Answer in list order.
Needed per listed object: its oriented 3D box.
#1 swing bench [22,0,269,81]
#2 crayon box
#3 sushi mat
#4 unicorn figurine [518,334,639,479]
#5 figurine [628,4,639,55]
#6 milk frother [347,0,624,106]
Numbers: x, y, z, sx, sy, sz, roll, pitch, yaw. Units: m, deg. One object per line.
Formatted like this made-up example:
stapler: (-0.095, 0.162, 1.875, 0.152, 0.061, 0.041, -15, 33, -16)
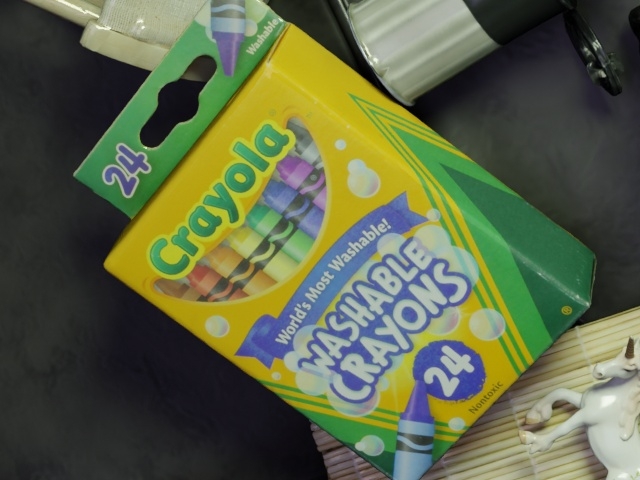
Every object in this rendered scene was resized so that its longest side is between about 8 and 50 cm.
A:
swing bench: (-0.131, -0.275, 1.401, 0.254, 0.165, 0.253, 28, 107, 12)
crayon box: (0.000, 0.000, 1.369, 0.323, 0.083, 0.203, 37, 118, -7)
sushi mat: (0.150, 0.154, 1.458, 0.316, 0.019, 0.151, -20, 93, 21)
unicorn figurine: (0.198, 0.136, 1.402, 0.111, 0.060, 0.162, -19, 111, 20)
figurine: (0.217, -0.183, 1.250, 0.092, 0.209, 0.215, -23, 104, 13)
milk frother: (0.117, -0.135, 1.360, 0.134, 0.129, 0.143, -30, 84, 20)
